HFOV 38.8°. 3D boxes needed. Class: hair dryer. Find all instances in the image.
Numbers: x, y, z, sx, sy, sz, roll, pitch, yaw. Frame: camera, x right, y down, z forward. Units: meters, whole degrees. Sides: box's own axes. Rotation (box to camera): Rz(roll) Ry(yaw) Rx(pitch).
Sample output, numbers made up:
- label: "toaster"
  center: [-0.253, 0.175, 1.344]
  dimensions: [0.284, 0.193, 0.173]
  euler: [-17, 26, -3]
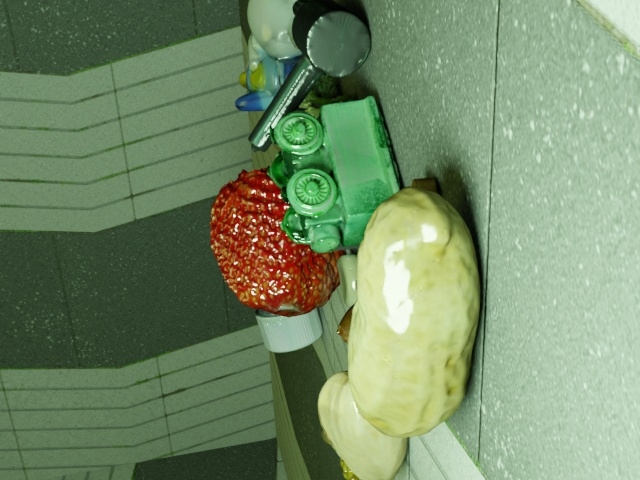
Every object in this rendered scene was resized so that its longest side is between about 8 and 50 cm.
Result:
- label: "hair dryer"
  center: [-0.047, -0.301, 1.661]
  dimensions: [0.302, 0.116, 0.244]
  euler: [-53, 21, 10]

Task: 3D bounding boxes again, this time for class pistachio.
- label: "pistachio"
  center: [0.084, 0.344, 1.688]
  dimensions: [0.157, 0.157, 0.230]
  euler: [-134, 25, -74]

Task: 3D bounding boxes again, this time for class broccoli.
- label: "broccoli"
  center: [0.013, -0.271, 1.801]
  dimensions: [0.204, 0.118, 0.123]
  euler: [23, 91, 61]

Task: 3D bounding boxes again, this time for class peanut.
- label: "peanut"
  center: [0.124, 0.102, 1.218]
  dimensions: [0.192, 0.169, 0.387]
  euler: [-104, 14, -53]

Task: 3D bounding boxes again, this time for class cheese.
- label: "cheese"
  center: [0.071, 0.113, 1.875]
  dimensions: [0.092, 0.047, 0.171]
  euler: [176, 85, -81]

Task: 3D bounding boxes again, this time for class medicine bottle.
- label: "medicine bottle"
  center: [-0.123, 0.100, 2.445]
  dimensions: [0.242, 0.242, 0.395]
  euler: [-145, 42, -77]

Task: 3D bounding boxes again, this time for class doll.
- label: "doll"
  center: [-0.084, -0.420, 2.041]
  dimensions: [0.376, 0.186, 0.366]
  euler: [-91, 12, -50]

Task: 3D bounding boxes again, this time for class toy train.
- label: "toy train"
  center: [0.020, -0.108, 1.528]
  dimensions: [0.145, 0.201, 0.266]
  euler: [99, 161, -62]

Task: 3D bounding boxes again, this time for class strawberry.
- label: "strawberry"
  center: [-0.080, 0.016, 1.953]
  dimensions: [0.351, 0.311, 0.267]
  euler: [-100, 32, -47]

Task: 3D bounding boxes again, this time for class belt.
- label: "belt"
  center: [0.151, -0.051, 1.310]
  dimensions: [0.059, 0.036, 0.083]
  euler: [-103, 9, -65]

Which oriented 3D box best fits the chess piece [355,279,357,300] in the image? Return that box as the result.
- label: "chess piece"
  center: [0.094, 0.110, 1.769]
  dimensions: [0.083, 0.038, 0.084]
  euler: [170, 90, -79]

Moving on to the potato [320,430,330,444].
- label: "potato"
  center: [0.021, 0.446, 2.058]
  dimensions: [0.093, 0.036, 0.037]
  euler: [135, 130, -74]

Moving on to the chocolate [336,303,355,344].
- label: "chocolate"
  center: [0.096, 0.172, 1.570]
  dimensions: [0.133, 0.124, 0.127]
  euler: [49, 134, 38]

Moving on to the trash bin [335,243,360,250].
- label: "trash bin"
  center: [0.033, -0.065, 1.763]
  dimensions: [0.225, 0.114, 0.165]
  euler: [171, 92, -82]

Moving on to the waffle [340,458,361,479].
- label: "waffle"
  center: [0.084, 0.452, 2.029]
  dimensions: [0.197, 0.070, 0.193]
  euler: [118, 143, -70]
